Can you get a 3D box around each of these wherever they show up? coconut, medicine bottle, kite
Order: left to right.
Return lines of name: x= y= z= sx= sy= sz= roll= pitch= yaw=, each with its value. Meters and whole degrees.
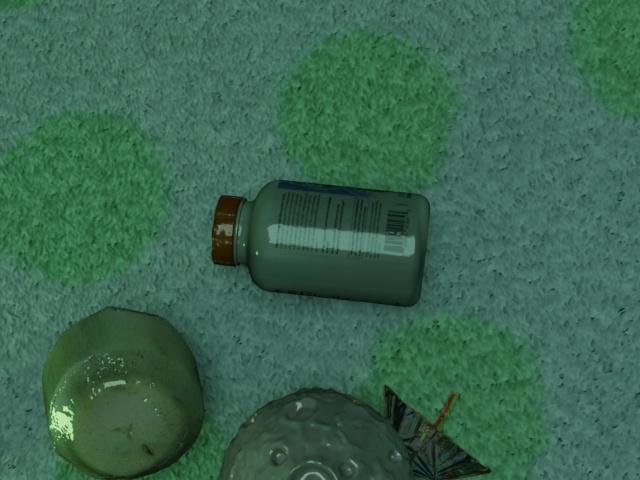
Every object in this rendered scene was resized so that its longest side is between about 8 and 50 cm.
coconut: x=-0.262 y=0.193 z=1.432 sx=0.224 sy=0.234 sz=0.224 roll=-2 pitch=111 yaw=-6
medicine bottle: x=0.000 y=0.000 z=1.476 sx=0.289 sy=0.157 sz=0.157 roll=7 pitch=79 yaw=5
kite: x=0.147 y=0.276 z=1.488 sx=0.190 sy=0.010 sz=0.159 roll=40 pitch=82 yaw=8

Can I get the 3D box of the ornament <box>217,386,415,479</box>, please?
ornament: x=-0.003 y=0.318 z=1.379 sx=0.259 sy=0.225 sz=0.259 roll=-1 pitch=79 yaw=4
